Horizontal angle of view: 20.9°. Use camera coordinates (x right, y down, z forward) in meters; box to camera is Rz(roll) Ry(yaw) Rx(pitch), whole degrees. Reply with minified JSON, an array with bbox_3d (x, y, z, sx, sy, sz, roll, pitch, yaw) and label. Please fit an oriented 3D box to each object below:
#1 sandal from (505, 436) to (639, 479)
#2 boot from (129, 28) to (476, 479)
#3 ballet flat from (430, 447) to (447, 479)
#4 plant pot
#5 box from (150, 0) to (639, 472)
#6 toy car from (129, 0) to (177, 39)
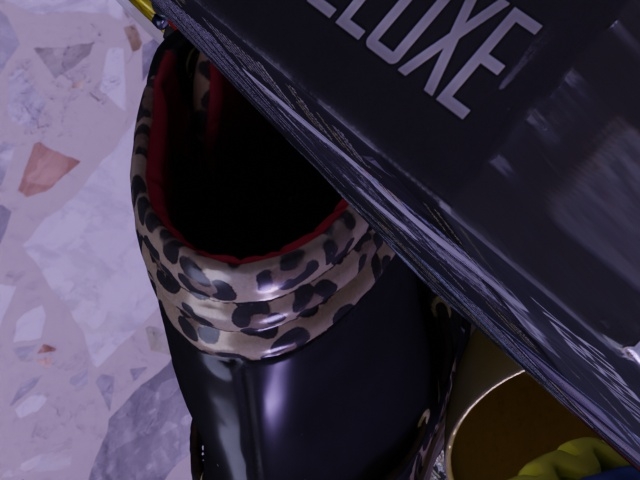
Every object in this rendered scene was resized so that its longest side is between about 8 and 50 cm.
[{"bbox_3d":[0.156,0.147,0.645,0.317,0.126,0.138,-6,-155,-44],"label":"sandal"},{"bbox_3d":[0.000,0.000,0.871,0.138,0.377,0.284,5,134,12],"label":"boot"},{"bbox_3d":[0.155,0.176,1.118,0.483,0.164,0.182,58,150,-2],"label":"ballet flat"},{"bbox_3d":[0.125,0.075,0.896,0.134,0.134,0.095,44,-156,-32],"label":"plant pot"},{"bbox_3d":[0.071,-0.006,0.487,0.242,0.076,0.307,42,179,38],"label":"box"},{"bbox_3d":[-0.121,-0.189,1.026,0.225,0.053,0.239,44,178,-28],"label":"toy car"}]
